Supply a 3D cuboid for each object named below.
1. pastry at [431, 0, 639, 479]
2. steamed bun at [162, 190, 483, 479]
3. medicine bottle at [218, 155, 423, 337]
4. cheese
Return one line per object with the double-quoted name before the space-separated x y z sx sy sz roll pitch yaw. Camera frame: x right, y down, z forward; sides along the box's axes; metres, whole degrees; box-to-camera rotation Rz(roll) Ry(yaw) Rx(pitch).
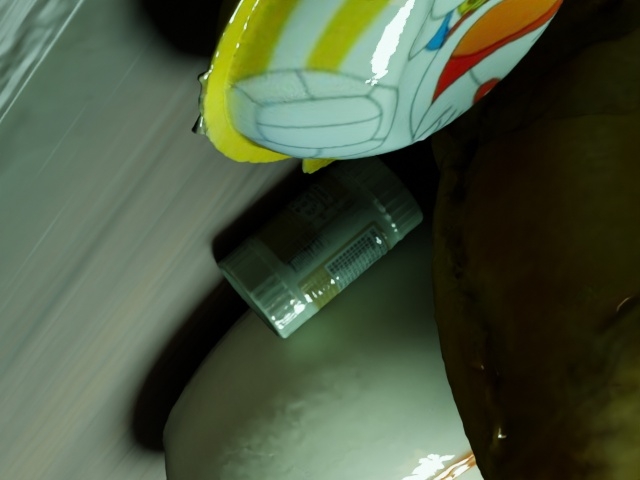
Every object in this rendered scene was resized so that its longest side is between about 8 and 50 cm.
"pastry" 0.175 0.035 0.704 0.164 0.356 0.356 -18 175 31
"steamed bun" 0.039 0.092 0.805 0.232 0.145 0.232 -39 164 -13
"medicine bottle" 0.000 0.000 0.697 0.083 0.047 0.047 -41 161 -7
"cheese" 0.032 -0.106 0.497 0.177 0.069 0.270 -34 159 -24
